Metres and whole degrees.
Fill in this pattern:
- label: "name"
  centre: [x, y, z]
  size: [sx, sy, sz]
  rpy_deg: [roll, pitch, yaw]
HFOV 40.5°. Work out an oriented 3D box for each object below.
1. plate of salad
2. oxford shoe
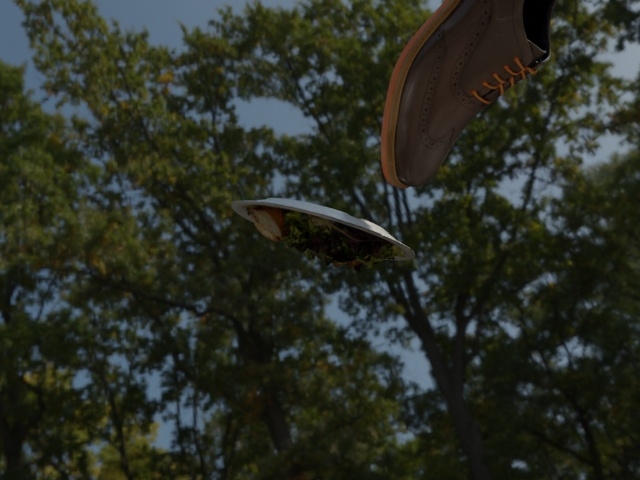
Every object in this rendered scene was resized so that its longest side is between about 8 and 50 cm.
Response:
- label: "plate of salad"
  centre: [0.000, 0.000, 0.909]
  size: [0.200, 0.048, 0.200]
  rpy_deg: [15, -9, 2]
- label: "oxford shoe"
  centre: [0.187, -0.213, 1.034]
  size: [0.130, 0.132, 0.364]
  rpy_deg: [1, -62, -53]
